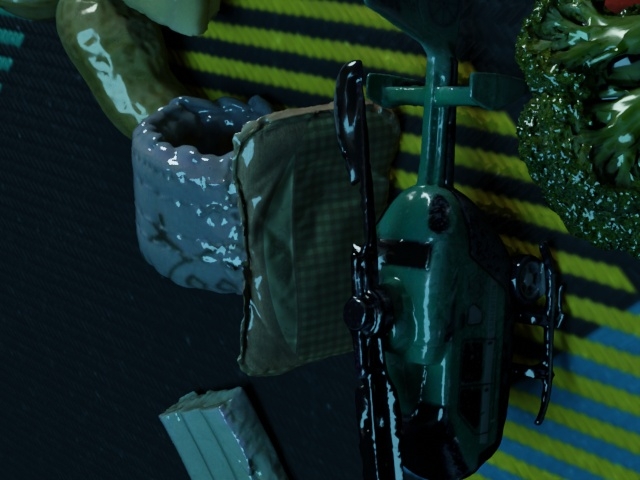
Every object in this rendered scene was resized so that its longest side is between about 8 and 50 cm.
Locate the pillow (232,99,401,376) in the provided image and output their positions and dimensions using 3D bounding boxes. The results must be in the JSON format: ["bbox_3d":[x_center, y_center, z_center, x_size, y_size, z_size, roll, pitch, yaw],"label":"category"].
[{"bbox_3d":[-0.003,0.000,0.842,0.034,0.135,0.211,-135,39,-55],"label":"pillow"}]

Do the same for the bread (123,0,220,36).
[{"bbox_3d":[-0.123,-0.265,0.889,0.139,0.060,0.178,35,131,31],"label":"bread"}]

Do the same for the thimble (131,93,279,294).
[{"bbox_3d":[-0.075,-0.040,0.898,0.151,0.127,0.118,19,124,32],"label":"thimble"}]

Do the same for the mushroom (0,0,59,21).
[{"bbox_3d":[-0.238,-0.327,0.932,0.159,0.122,0.329,48,141,46],"label":"mushroom"}]

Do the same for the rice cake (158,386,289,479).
[{"bbox_3d":[-0.068,0.254,1.099,0.127,0.043,0.237,-16,98,50],"label":"rice cake"}]

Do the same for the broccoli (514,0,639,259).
[{"bbox_3d":[0.168,-0.065,0.619,0.162,0.145,0.138,50,130,9],"label":"broccoli"}]

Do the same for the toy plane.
[{"bbox_3d":[0.074,0.010,0.755,0.106,0.155,0.382,9,98,45],"label":"toy plane"}]

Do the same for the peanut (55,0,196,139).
[{"bbox_3d":[-0.155,-0.142,0.970,0.080,0.080,0.174,-30,95,49],"label":"peanut"}]
